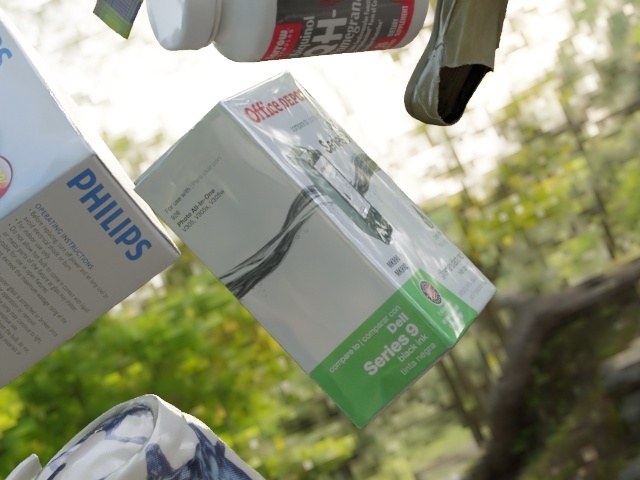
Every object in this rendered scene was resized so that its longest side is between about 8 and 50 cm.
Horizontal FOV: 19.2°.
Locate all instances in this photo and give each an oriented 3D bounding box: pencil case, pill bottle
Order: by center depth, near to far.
[{"bbox_3d":[-0.067,0.298,1.557,0.183,0.410,0.160,-32,23,35],"label":"pencil case"},{"bbox_3d":[-0.042,-0.306,2.288,0.319,0.176,0.176,-8,-12,-26],"label":"pill bottle"}]

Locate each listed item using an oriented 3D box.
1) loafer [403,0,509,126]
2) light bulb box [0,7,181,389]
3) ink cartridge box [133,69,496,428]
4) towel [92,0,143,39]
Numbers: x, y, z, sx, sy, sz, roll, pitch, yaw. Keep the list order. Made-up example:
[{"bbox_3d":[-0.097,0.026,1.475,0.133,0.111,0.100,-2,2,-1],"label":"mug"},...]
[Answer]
[{"bbox_3d":[0.110,-0.148,1.407,0.056,0.050,0.148,2,-62,-34],"label":"loafer"},{"bbox_3d":[-0.409,-0.039,2.024,0.361,0.358,0.225,-37,-36,-2],"label":"light bulb box"},{"bbox_3d":[0.000,0.000,1.672,0.121,0.289,0.211,-44,-2,20],"label":"ink cartridge box"},{"bbox_3d":[-0.192,-0.247,1.868,0.009,0.060,0.083,-3,-53,-50],"label":"towel"}]
